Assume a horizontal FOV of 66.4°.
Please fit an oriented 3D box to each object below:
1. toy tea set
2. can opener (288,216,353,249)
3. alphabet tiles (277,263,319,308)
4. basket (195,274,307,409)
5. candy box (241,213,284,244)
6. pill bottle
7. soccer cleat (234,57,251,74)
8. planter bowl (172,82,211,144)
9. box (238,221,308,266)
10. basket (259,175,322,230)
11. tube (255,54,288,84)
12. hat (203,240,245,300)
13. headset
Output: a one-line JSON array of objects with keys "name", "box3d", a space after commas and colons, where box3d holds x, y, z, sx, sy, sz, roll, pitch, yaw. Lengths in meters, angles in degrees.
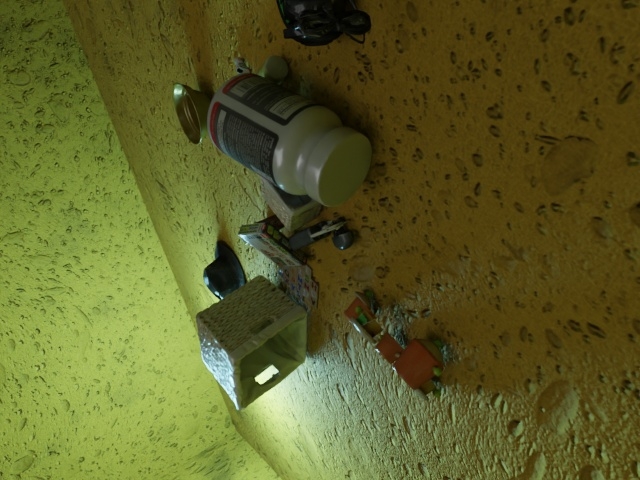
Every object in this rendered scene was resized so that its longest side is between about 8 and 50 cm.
[{"name": "toy tea set", "box3d": [0.190, 0.236, 1.218, 0.336, 0.124, 0.200, 46, 177, 26]}, {"name": "can opener", "box3d": [0.000, 0.000, 1.352, 0.283, 0.076, 0.095, -23, 91, 64]}, {"name": "alphabet tiles", "box3d": [-0.079, 0.119, 1.660, 0.237, 0.009, 0.198, 45, 146, 34]}, {"name": "basket", "box3d": [-0.248, 0.360, 1.776, 0.266, 0.328, 0.331, 38, 143, 30]}, {"name": "candy box", "box3d": [-0.186, -0.040, 1.607, 0.186, 0.109, 0.053, -23, 92, 63]}, {"name": "pill bottle", "box3d": [-0.076, -0.231, 1.127, 0.363, 0.210, 0.210, 34, 141, 30]}, {"name": "soccer cleat", "box3d": [-0.228, -0.492, 1.387, 0.083, 0.035, 0.029, 50, 149, 26]}, {"name": "planter bowl", "box3d": [-0.429, -0.452, 1.712, 0.217, 0.090, 0.217, 42, 145, 38]}, {"name": "box", "box3d": [-0.141, 0.016, 1.495, 0.114, 0.036, 0.207, -4, 147, 36]}, {"name": "basket", "box3d": [-0.082, -0.125, 1.356, 0.167, 0.113, 0.103, 52, 154, 22]}, {"name": "tube", "box3d": [-0.153, -0.412, 1.304, 0.240, 0.062, 0.070, -11, 63, 67]}, {"name": "hat", "box3d": [-0.456, 0.173, 2.229, 0.331, 0.134, 0.331, 42, 145, 38]}, {"name": "headset", "box3d": [-0.030, -0.470, 0.900, 0.243, 0.185, 0.394, 96, 151, -46]}]
